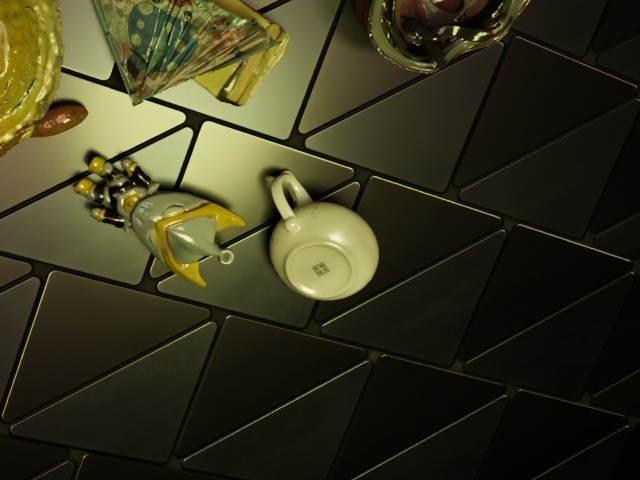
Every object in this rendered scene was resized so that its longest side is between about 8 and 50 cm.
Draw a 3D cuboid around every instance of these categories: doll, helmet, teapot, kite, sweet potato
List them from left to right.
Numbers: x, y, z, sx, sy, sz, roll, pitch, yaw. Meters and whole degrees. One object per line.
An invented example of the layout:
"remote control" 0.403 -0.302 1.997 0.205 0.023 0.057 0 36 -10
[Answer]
"sweet potato" -0.508 -0.188 1.765 0.214 0.050 0.050 -25 114 -4
"doll" -0.291 -0.046 1.853 0.316 0.103 0.145 32 73 -14
"kite" -0.252 -0.388 1.695 0.406 0.014 0.368 27 113 7
"teapot" 0.000 0.000 1.942 0.208 0.166 0.300 -19 112 34
"helmet" 0.209 -0.468 1.807 0.338 0.197 0.271 -37 127 2

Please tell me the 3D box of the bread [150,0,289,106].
"bread" -0.205 -0.379 1.798 0.264 0.163 0.168 39 99 7

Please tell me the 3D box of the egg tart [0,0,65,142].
"egg tart" -0.601 -0.316 1.628 0.387 0.169 0.388 -3 104 -13
